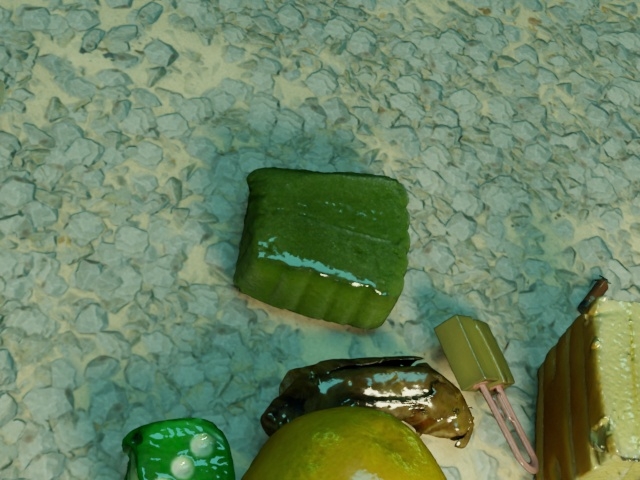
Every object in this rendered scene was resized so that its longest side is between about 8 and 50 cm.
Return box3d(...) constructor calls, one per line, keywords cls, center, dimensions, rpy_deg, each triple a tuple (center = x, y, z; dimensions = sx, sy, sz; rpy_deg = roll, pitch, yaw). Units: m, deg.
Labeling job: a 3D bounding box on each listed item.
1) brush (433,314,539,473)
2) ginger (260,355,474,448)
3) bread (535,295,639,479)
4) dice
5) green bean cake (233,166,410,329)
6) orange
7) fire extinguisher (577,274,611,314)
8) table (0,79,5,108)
box3d(cls="brush", center=(0.240, 0.217, 1.524), dimensions=(0.103, 0.047, 0.233), rpy_deg=(16, 45, -55))
box3d(cls="ginger", center=(0.059, 0.215, 1.465), dimensions=(0.309, 0.107, 0.133), rpy_deg=(4, 54, -18))
box3d(cls="bread", center=(0.370, 0.229, 1.467), dimensions=(0.111, 0.239, 0.246), rpy_deg=(11, 58, -4))
box3d(cls="dice", center=(-0.174, 0.295, 1.330), dimensions=(0.120, 0.131, 0.128), rpy_deg=(-3, 58, -21))
box3d(cls="green bean cake", center=(0.000, 0.000, 1.579), dimensions=(0.248, 0.125, 0.222), rpy_deg=(14, 53, -10))
box3d(cls="orange", center=(0.031, 0.335, 1.278), dimensions=(0.235, 0.279, 0.279), rpy_deg=(11, 41, 45))
box3d(cls="fire extinguisher", center=(0.425, 0.082, 1.710), dimensions=(0.028, 0.022, 0.083), rpy_deg=(18, 48, 34))
box3d(cls="table", center=(-0.562, -0.182, 1.517), dimensions=(0.198, 0.166, 0.167), rpy_deg=(16, 55, 3))
